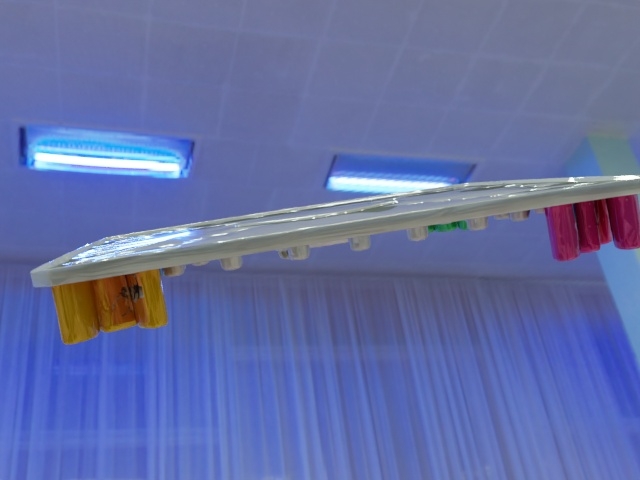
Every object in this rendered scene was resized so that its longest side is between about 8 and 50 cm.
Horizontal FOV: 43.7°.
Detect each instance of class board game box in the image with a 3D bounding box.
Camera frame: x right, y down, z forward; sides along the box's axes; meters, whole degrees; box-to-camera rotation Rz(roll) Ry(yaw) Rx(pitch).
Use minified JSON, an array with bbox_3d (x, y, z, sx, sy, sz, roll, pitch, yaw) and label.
[{"bbox_3d":[0.000,0.000,0.666,0.390,0.050,0.390,-9,4,-8],"label":"board game box"}]
